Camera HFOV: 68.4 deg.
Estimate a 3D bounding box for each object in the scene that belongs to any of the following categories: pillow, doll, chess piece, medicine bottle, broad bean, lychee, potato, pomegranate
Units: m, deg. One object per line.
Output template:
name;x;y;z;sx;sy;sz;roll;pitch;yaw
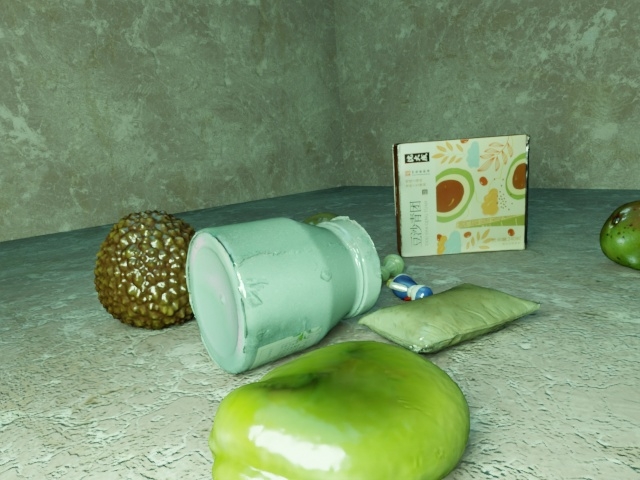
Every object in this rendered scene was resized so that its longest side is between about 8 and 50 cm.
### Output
pillow;0.230;0.135;0.861;0.302;0.075;0.184;-10;10;-30
doll;0.202;0.111;1.040;0.098;0.058;0.143;13;4;-28
chess piece;0.159;0.085;1.205;0.059;0.059;0.149;4;21;35
medicine bottle;-0.059;0.074;0.839;0.289;0.245;0.245;-13;14;-34
broad bean;0.021;0.196;0.522;0.290;0.119;0.238;-8;12;-21
lychee;-0.357;0.058;1.020;0.267;0.268;0.267;-4;11;1
potato;0.000;0.000;1.435;0.235;0.160;0.178;-21;-2;-27
pomegranate;0.801;0.001;1.150;0.209;0.180;0.180;31;6;-11

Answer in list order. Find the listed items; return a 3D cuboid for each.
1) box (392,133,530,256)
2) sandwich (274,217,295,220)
box;0.426;-0.138;1.450;0.384;0.345;0.122;-4;13;3
sandwich;-0.169;-0.043;1.875;0.159;0.079;0.235;-8;12;-18
